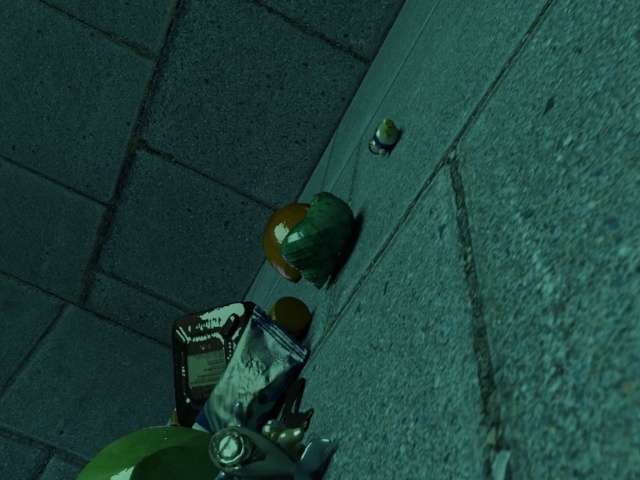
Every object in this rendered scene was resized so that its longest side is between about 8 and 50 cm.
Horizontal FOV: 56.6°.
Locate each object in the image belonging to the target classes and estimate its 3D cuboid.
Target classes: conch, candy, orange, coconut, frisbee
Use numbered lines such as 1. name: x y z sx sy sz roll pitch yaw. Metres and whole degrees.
1. conch: 0.001 0.004 1.355 0.196 0.134 0.202 -1 -62 -52
2. candy: -0.154 0.327 1.279 0.331 0.187 0.077 -60 -32 3
3. orange: -0.067 0.000 1.941 0.310 0.274 0.274 47 115 48
4. coconut: -0.274 0.470 1.004 0.328 0.281 0.328 9 -90 -78
5. frisbee: -0.059 0.329 1.056 0.211 0.012 0.187 -57 11 -27

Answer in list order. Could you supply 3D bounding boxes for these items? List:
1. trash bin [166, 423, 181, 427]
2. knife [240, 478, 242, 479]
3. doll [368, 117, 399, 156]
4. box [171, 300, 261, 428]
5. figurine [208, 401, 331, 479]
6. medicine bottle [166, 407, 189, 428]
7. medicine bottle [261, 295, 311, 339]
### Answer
1. trash bin: -0.353 0.613 1.641 0.239 0.185 0.161 -26 38 60
2. knife: -0.127 0.467 1.060 0.331 0.044 0.080 -100 32 -70
3. doll: 0.149 -0.241 1.419 0.143 0.058 0.098 125 154 -75
4. box: -0.252 0.304 1.439 0.290 0.073 0.288 -16 74 36
5. figurine: -0.073 0.315 0.844 0.209 0.184 0.128 1 63 40
6. medicine bottle: -0.481 0.670 2.265 0.318 0.158 0.158 -56 11 42
7. medicine bottle: -0.101 0.222 1.422 0.192 0.096 0.096 -55 12 45
